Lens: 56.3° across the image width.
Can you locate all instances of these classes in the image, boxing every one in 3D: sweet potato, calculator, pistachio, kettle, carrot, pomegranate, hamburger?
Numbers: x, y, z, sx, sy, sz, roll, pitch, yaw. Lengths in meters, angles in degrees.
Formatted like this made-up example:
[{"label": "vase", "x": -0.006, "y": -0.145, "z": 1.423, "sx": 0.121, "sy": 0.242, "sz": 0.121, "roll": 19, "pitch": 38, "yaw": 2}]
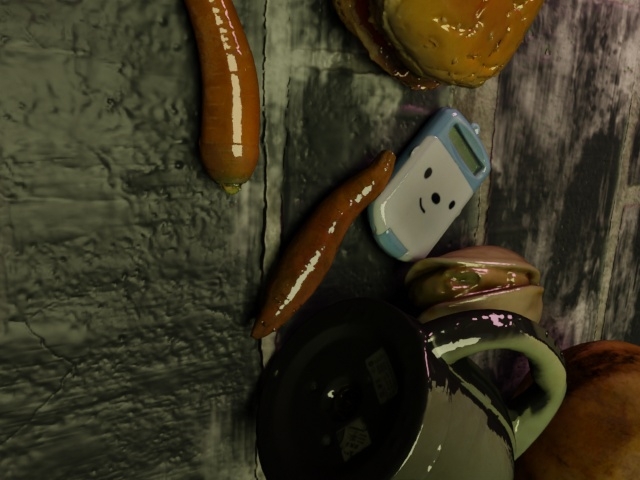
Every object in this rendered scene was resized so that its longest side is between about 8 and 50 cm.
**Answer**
[{"label": "sweet potato", "x": -0.001, "y": -0.001, "z": 0.673, "sx": 0.057, "sy": 0.057, "sz": 0.265, "roll": 40, "pitch": 79, "yaw": -34}, {"label": "calculator", "x": 0.138, "y": -0.071, "z": 0.753, "sx": 0.210, "sy": 0.039, "sz": 0.121, "roll": -50, "pitch": 125, "yaw": -13}, {"label": "pistachio", "x": 0.203, "y": 0.074, "z": 0.780, "sx": 0.215, "sy": 0.144, "sz": 0.144, "roll": 7, "pitch": 99, "yaw": -29}, {"label": "kettle", "x": 0.142, "y": 0.209, "z": 0.704, "sx": 0.321, "sy": 0.228, "sz": 0.324, "roll": -42, "pitch": 129, "yaw": 10}, {"label": "carrot", "x": -0.096, "y": -0.178, "z": 0.566, "sx": 0.062, "sy": 0.066, "sz": 0.272, "roll": -46, "pitch": 134, "yaw": -69}, {"label": "pomegranate", "x": 0.412, "y": 0.303, "z": 0.872, "sx": 0.321, "sy": 0.322, "sz": 0.323, "roll": -9, "pitch": 107, "yaw": -31}, {"label": "hamburger", "x": 0.135, "y": -0.278, "z": 0.620, "sx": 0.244, "sy": 0.163, "sz": 0.245, "roll": -9, "pitch": 107, "yaw": -33}]
